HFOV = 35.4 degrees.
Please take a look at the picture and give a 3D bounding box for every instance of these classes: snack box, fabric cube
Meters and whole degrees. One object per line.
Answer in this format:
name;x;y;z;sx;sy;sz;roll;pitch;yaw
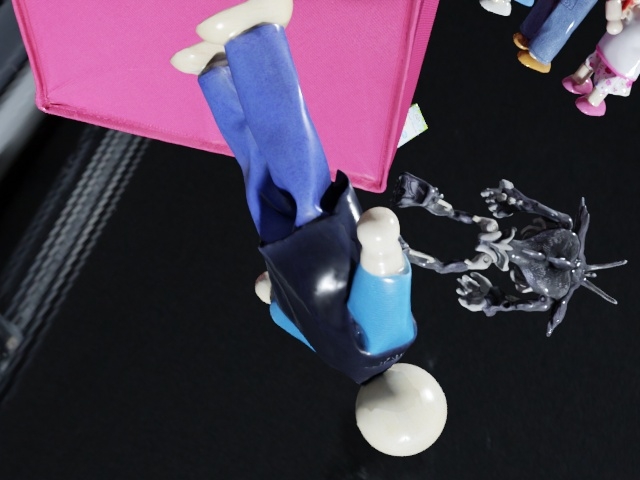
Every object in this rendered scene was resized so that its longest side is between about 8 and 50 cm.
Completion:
snack box;0.046;-0.119;1.220;0.100;0.037;0.141;-36;-163;-34
fabric cube;-0.040;-0.228;0.645;0.259;0.254;0.258;15;-121;5

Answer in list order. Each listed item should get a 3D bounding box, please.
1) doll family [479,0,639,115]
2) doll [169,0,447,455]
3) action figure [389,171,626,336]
doll family;0.220;-0.246;0.888;0.118;0.163;0.263;5;-134;-30
doll;0.000;0.000;0.402;0.046;0.129;0.189;-24;-88;-25
action figure;0.202;0.007;1.150;0.275;0.141;0.164;17;-88;-12
